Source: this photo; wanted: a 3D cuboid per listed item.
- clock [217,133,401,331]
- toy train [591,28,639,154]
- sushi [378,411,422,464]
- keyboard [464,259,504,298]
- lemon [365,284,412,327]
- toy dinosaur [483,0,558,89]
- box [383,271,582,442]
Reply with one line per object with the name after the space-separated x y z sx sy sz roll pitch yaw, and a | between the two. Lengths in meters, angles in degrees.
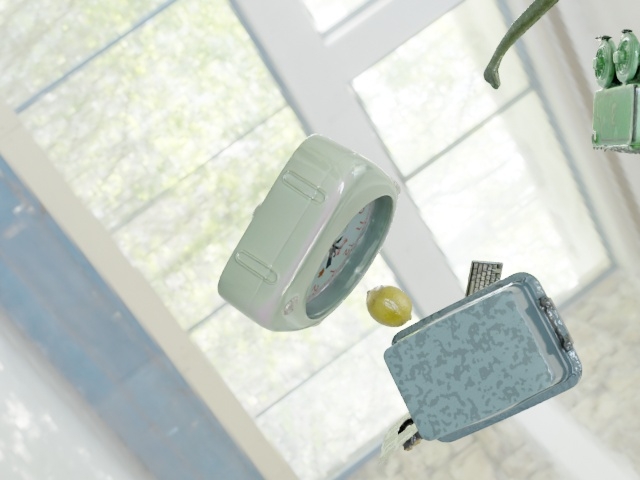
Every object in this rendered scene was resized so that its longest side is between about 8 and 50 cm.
0.000 0.000 1.570 0.109 0.265 0.324 32 4 18 | clock
0.498 -0.226 1.701 0.243 0.133 0.188 -116 -152 -84 | toy train
0.208 0.342 2.083 0.050 0.215 0.192 46 10 -1 | sushi
0.225 0.090 1.565 0.015 0.049 0.129 -126 -138 -66 | keyboard
0.142 0.134 2.232 0.111 0.082 0.082 30 1 -16 | lemon
0.346 -0.437 1.492 0.301 0.087 0.447 1 -95 58 | toy dinosaur
0.198 0.152 1.391 0.162 0.227 0.130 65 19 9 | box
